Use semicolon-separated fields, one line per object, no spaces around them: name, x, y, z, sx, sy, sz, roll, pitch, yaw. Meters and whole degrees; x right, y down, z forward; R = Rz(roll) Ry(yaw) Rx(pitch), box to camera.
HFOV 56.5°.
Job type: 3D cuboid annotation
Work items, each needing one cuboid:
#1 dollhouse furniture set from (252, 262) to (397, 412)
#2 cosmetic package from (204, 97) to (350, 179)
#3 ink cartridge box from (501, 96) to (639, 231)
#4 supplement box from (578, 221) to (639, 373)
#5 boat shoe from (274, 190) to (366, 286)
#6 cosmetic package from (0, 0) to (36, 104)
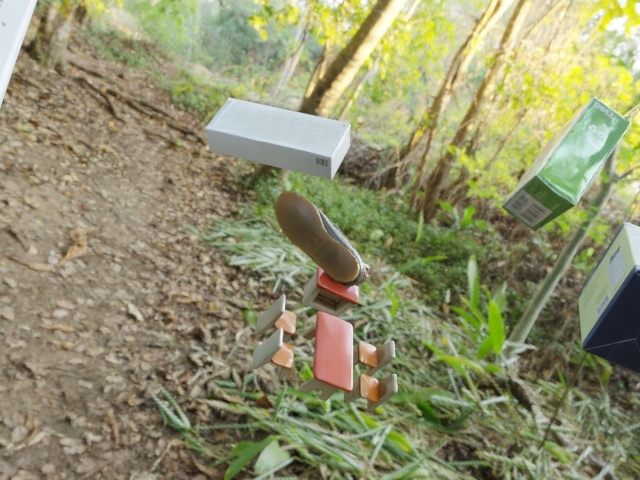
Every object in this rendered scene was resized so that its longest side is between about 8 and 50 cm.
dollhouse furniture set;0.026;0.164;1.132;0.262;0.135;0.259;26;40;-22
cosmetic package;-0.075;-0.183;1.067;0.239;0.098;0.060;16;-37;15
ink cartridge box;0.341;-0.119;0.804;0.062;0.209;0.109;39;-18;5
supplement box;0.252;0.045;0.474;0.056;0.083;0.083;23;33;8
boat shoe;0.000;0.000;1.021;0.207;0.073;0.073;51;11;21
cosmetic package;-0.541;-0.187;0.520;0.328;0.329;0.394;-14;-30;32
